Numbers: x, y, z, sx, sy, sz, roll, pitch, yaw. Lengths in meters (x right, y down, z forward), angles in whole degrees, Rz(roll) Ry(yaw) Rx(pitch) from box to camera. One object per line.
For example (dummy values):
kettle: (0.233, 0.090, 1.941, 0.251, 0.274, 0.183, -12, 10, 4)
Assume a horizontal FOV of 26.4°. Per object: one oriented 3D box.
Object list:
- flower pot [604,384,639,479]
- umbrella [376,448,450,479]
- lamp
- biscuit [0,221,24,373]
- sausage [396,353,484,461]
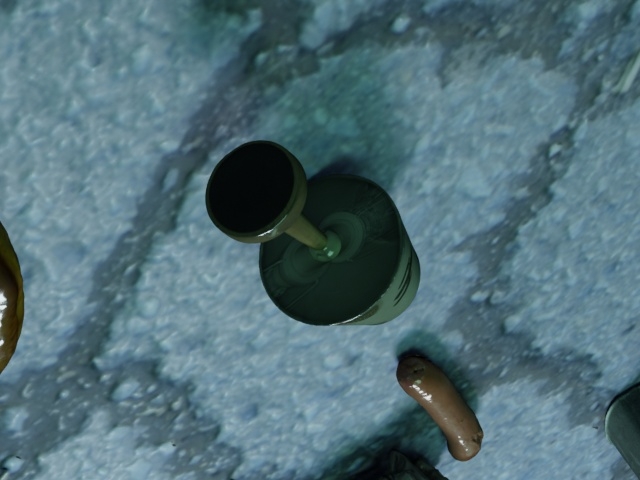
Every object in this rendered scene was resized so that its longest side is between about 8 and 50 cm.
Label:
flower pot: (0.397, 0.247, 1.503, 0.103, 0.108, 0.229, -34, 138, 5)
umbrella: (-0.003, 0.355, 1.374, 0.358, 0.106, 0.113, -42, 141, 12)
lamp: (0.000, 0.000, 1.009, 0.121, 0.121, 0.215, -38, 150, 8)
biscuit: (-0.307, 0.030, 0.885, 0.213, 0.091, 0.274, -35, 137, 9)
sausage: (0.120, 0.163, 1.306, 0.043, 0.043, 0.186, -33, 139, 2)
